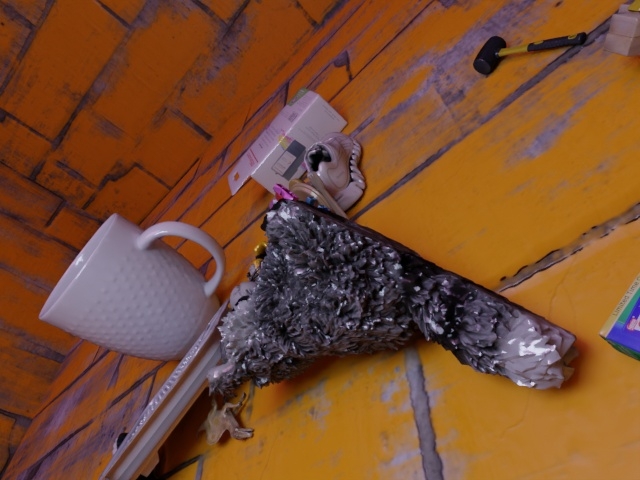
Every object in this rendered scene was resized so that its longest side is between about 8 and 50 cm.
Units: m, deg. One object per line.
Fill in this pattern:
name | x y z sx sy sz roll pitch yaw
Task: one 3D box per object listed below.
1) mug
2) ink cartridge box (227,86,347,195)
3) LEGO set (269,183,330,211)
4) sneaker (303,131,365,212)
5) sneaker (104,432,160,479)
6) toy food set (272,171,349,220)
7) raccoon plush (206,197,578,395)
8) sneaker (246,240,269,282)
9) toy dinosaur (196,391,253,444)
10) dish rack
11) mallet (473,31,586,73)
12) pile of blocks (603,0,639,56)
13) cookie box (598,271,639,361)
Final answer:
mug | -0.387 0.107 1.011 0.374 0.328 0.276 -43 29 17
ink cartridge box | -0.107 -0.255 1.233 0.353 0.119 0.207 -47 28 8
LEGO set | 0.000 0.000 0.775 0.227 0.087 0.093 39 111 21
sneaker | 0.022 -0.183 0.954 0.110 0.118 0.292 -42 27 23
sneaker | -0.352 0.478 0.792 0.107 0.100 0.271 -67 24 3
toy food set | -0.014 -0.073 0.872 0.038 0.132 0.192 -44 14 -29
raccoon plush | 0.012 0.134 0.528 0.446 0.216 0.299 34 102 57
sneaker | -0.111 0.091 0.861 0.088 0.093 0.225 -38 31 26
toy dinosaur | -0.181 0.309 0.755 0.183 0.053 0.092 -23 41 44
dish rack | -0.260 0.282 0.823 0.332 0.072 0.285 -52 8 1
mallet | 0.336 -0.312 0.714 0.062 0.039 0.190 -52 31 -1
pile of blocks | 0.455 -0.371 0.472 0.362 0.149 0.112 -43 29 18
cookie box | 0.292 0.064 0.325 0.091 0.040 0.107 -55 27 -3
